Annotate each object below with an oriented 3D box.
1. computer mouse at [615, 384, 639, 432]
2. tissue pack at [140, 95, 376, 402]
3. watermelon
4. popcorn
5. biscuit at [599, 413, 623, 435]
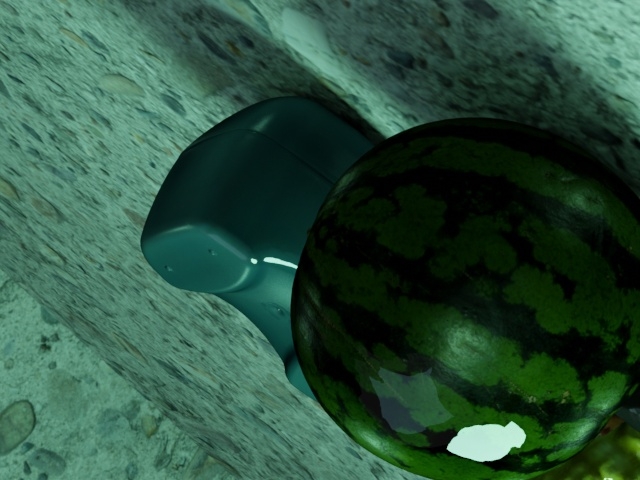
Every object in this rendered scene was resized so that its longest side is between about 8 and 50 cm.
[{"bbox_3d":[0.336,0.132,1.459,0.264,0.147,0.088,13,131,51],"label":"computer mouse"},{"bbox_3d":[0.000,0.000,1.706,0.287,0.206,0.198,39,155,-16],"label":"tissue pack"},{"bbox_3d":[0.117,0.047,1.430,0.285,0.285,0.285,32,164,11],"label":"watermelon"},{"bbox_3d":[0.276,0.238,1.787,0.169,0.218,0.189,65,173,-9],"label":"popcorn"},{"bbox_3d":[0.198,0.097,1.643,0.192,0.192,0.049,35,120,0],"label":"biscuit"}]
